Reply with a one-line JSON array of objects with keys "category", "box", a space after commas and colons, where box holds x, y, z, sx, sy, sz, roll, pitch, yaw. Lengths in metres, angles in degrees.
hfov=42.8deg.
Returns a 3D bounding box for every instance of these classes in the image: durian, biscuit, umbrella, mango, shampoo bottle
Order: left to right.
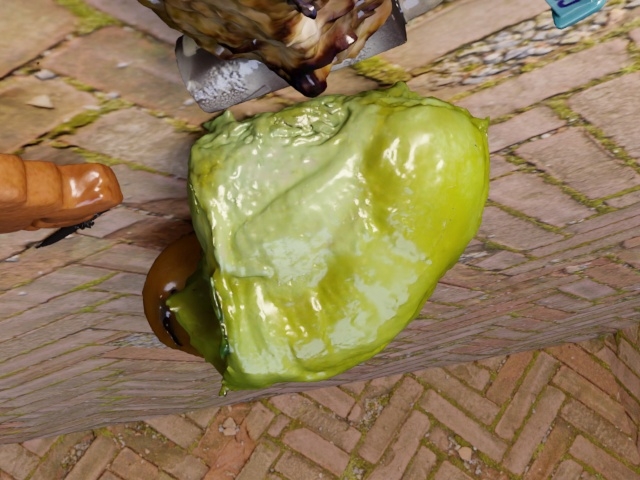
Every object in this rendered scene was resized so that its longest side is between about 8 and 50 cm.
[{"category": "biscuit", "box": [-0.310, -0.023, 0.629, 0.306, 0.043, 0.284, -5, 179, -1]}, {"category": "umbrella", "box": [-0.256, -0.011, 0.843, 0.022, 0.022, 0.149, 44, 135, -18]}, {"category": "mango", "box": [-0.085, 0.040, 0.924, 0.249, 0.151, 0.156, -27, 118, 19]}, {"category": "durian", "box": [0.000, 0.000, 0.726, 0.340, 0.204, 0.255, -15, 136, 6]}, {"category": "shampoo bottle", "box": [0.008, -0.146, 0.529, 0.208, 0.057, 0.063, -19, 152, 15]}]

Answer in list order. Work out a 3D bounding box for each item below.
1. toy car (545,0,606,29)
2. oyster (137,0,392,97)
[{"category": "toy car", "box": [0.169, -0.185, 0.421, 0.162, 0.098, 0.126, -11, 168, 31]}, {"category": "oyster", "box": [-0.049, -0.151, 0.311, 0.204, 0.111, 0.396, 8, 171, 1]}]
